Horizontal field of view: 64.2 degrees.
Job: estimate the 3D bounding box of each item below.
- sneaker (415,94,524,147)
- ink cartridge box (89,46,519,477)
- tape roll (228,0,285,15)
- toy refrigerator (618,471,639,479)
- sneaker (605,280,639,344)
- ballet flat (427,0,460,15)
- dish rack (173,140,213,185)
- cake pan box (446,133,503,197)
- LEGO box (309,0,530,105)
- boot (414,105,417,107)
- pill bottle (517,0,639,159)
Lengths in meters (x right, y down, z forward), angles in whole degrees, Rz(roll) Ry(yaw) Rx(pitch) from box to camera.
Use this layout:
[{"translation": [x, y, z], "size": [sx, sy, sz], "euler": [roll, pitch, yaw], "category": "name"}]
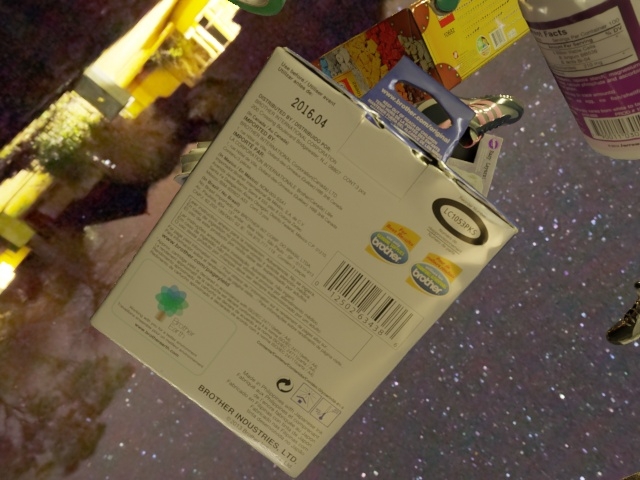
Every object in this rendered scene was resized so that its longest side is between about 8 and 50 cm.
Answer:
[{"translation": [0.396, -0.294, 1.307], "size": [0.112, 0.319, 0.131], "euler": [125, -45, -63], "category": "sneaker"}, {"translation": [0.000, 0.000, 0.528], "size": [0.395, 0.270, 0.151], "euler": [-52, -179, 14], "category": "ink cartridge box"}, {"translation": [-0.235, -0.783, 1.462], "size": [0.077, 0.321, 0.321], "euler": [-64, -156, -6], "category": "tape roll"}, {"translation": [0.566, 0.479, 0.832], "size": [0.102, 0.270, 0.094], "euler": [-43, -155, 29], "category": "toy refrigerator"}, {"translation": [0.865, 0.179, 1.395], "size": [0.229, 0.132, 0.086], "euler": [-36, -163, 8], "category": "sneaker"}, {"translation": [0.169, -0.380, 0.653], "size": [0.052, 0.057, 0.168], "euler": [-104, -156, -58], "category": "ballet flat"}, {"translation": [-0.095, -0.144, 0.988], "size": [0.333, 0.072, 0.285], "euler": [-6, 178, -1], "category": "dish rack"}, {"translation": [0.413, -0.229, 1.590], "size": [0.070, 0.246, 0.266], "euler": [-85, -168, -88], "category": "cake pan box"}, {"translation": [0.277, -0.506, 1.283], "size": [0.500, 0.193, 0.373], "euler": [-39, -160, -29], "category": "LEGO box"}, {"translation": [0.279, -0.328, 1.390], "size": [0.087, 0.118, 0.042], "euler": [-27, -129, -29], "category": "boot"}, {"translation": [0.319, -0.247, 0.545], "size": [0.169, 0.301, 0.169], "euler": [-32, -152, 19], "category": "pill bottle"}]
